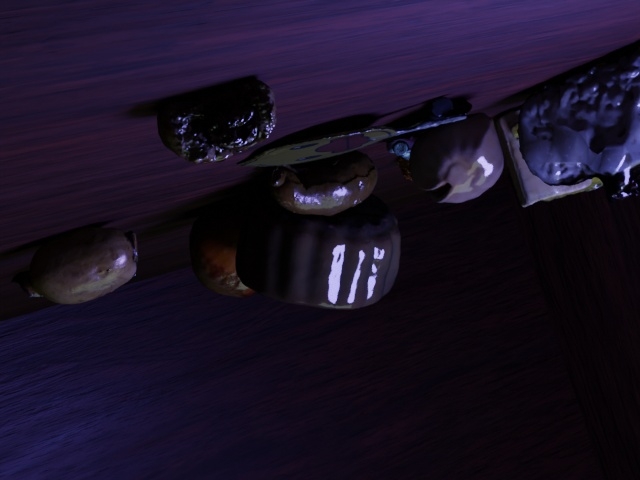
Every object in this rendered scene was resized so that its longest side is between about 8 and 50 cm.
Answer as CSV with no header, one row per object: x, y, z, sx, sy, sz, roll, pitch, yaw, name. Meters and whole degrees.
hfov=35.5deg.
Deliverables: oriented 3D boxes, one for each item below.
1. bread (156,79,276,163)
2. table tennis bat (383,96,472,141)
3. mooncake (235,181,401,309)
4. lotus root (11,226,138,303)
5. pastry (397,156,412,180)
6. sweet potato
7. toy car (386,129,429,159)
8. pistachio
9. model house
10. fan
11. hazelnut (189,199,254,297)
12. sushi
-0.094,-0.107,0.934,0.113,0.060,0.082,-19,176,-11,bread
0.168,-0.186,1.533,0.150,0.027,0.236,-19,179,-2,table tennis bat
0.000,0.000,1.743,0.290,0.161,0.290,8,-160,-3,mooncake
-0.394,0.043,1.604,0.221,0.118,0.125,-21,161,0,lotus root
0.212,-0.158,2.090,0.087,0.063,0.169,-15,179,-5,pastry
0.023,-0.097,1.654,0.124,0.098,0.310,14,-163,28,sweet potato
0.183,-0.169,1.710,0.142,0.055,0.069,-4,180,13,toy car
0.207,-0.125,1.546,0.152,0.126,0.223,-57,-169,-11,pistachio
0.432,-0.169,1.958,0.174,0.193,0.234,-16,179,37,model house
0.045,-0.141,1.425,0.335,0.011,0.229,-13,178,2,fan
-0.151,0.016,1.924,0.210,0.186,0.210,6,164,2,hazelnut
0.498,-0.187,1.625,0.348,0.234,0.207,-13,-178,43,sushi
